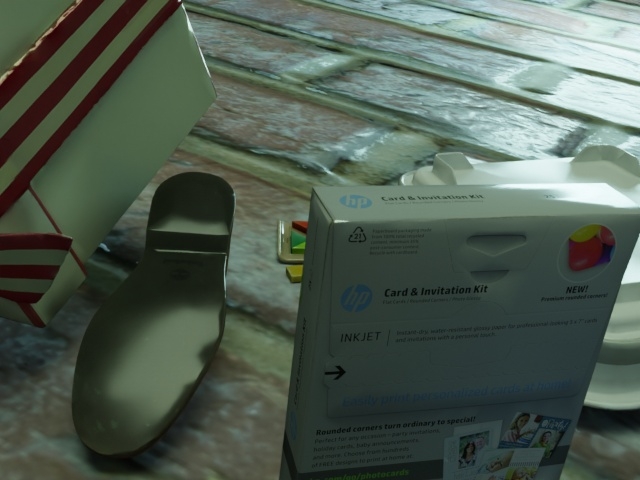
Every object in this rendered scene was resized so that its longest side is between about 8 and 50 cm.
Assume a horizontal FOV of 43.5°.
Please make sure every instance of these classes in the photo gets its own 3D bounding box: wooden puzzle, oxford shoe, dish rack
[{"bbox_3d":[0.000,0.000,0.673,0.078,0.014,0.116,2,28,-11],"label":"wooden puzzle"},{"bbox_3d":[-0.093,0.052,0.504,0.076,0.076,0.212,11,44,3],"label":"oxford shoe"},{"bbox_3d":[0.227,-0.001,0.651,0.285,0.072,0.333,-4,28,-20],"label":"dish rack"}]

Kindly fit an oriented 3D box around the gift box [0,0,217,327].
[{"bbox_3d":[-0.231,-0.109,0.483,0.276,0.255,0.258,8,50,31],"label":"gift box"}]

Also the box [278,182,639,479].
[{"bbox_3d":[0.058,0.065,0.381,0.145,0.186,0.038,-2,29,-16],"label":"box"}]
